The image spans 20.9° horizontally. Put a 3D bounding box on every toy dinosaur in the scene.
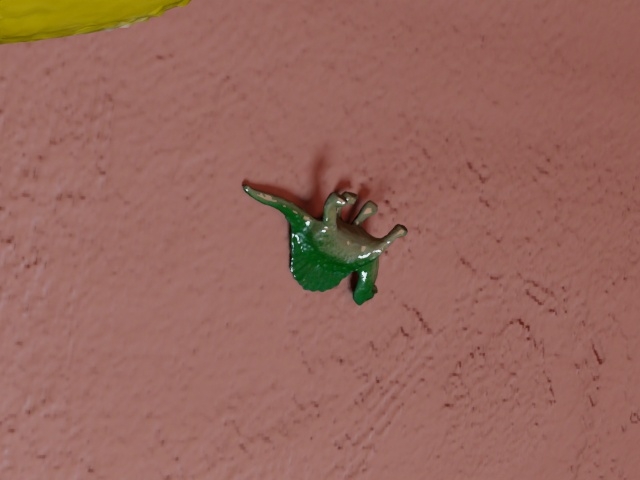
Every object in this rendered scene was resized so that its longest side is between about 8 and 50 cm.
[{"bbox_3d":[0.001,0.000,0.971,0.120,0.029,0.060,22,103,-40],"label":"toy dinosaur"}]

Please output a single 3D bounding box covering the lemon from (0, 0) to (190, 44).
[{"bbox_3d":[-0.111,-0.230,0.599,0.364,0.364,0.364,-12,109,-39],"label":"lemon"}]
